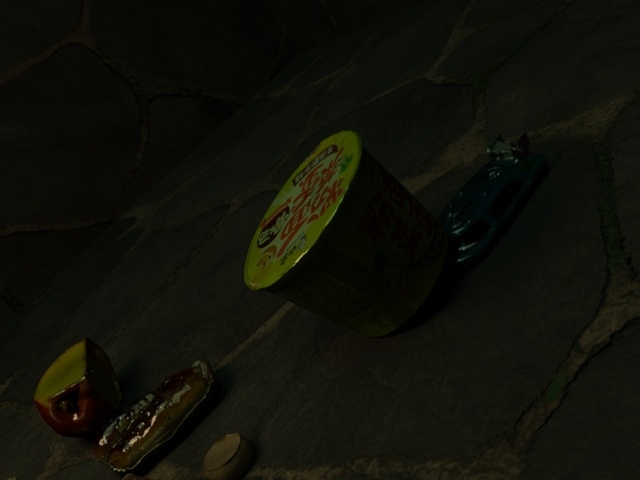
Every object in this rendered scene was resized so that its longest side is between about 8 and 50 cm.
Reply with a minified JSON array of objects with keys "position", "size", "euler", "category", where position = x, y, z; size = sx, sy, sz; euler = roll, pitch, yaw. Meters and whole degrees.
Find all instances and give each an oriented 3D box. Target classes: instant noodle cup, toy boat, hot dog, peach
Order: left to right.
[{"position":[-0.519,0.327,1.634],"size":[0.154,0.159,0.267],"euler":[-29,22,-8],"category":"peach"},{"position":[-0.304,0.325,1.414],"size":[0.270,0.082,0.162],"euler":[-42,23,-13],"category":"hot dog"},{"position":[0.049,0.003,1.243],"size":[0.311,0.221,0.311],"euler":[-45,23,25],"category":"instant noodle cup"},{"position":[0.267,-0.067,1.311],"size":[0.134,0.092,0.299],"euler":[0,42,53],"category":"toy boat"}]

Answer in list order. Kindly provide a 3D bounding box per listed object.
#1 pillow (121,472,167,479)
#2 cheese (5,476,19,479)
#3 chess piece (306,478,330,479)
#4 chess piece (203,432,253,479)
[{"position":[-0.285,0.433,1.212],"size":[0.232,0.043,0.126],"euler":[-10,34,49],"category":"pillow"},{"position":[-0.684,0.571,1.555],"size":[0.065,0.043,0.194],"euler":[-12,33,45],"category":"cheese"},{"position":[-0.083,0.367,0.913],"size":[0.299,0.167,0.167],"euler":[-20,27,24],"category":"chess piece"},{"position":[-0.144,0.340,1.188],"size":[0.083,0.038,0.083],"euler":[-34,21,15],"category":"chess piece"}]
